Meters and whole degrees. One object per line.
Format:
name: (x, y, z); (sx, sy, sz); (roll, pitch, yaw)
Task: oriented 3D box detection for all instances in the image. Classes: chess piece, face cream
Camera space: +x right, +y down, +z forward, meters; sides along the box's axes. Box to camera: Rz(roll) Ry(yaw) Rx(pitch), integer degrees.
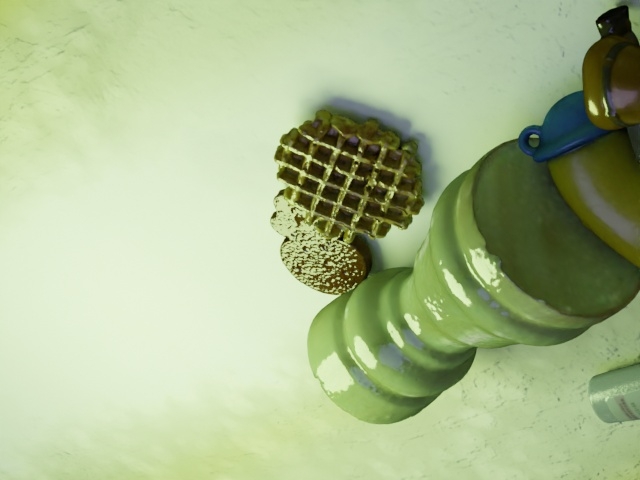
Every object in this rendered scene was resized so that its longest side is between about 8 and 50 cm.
chess piece: (0.159, 0.067, 2.079); (0.234, 0.234, 0.442); (37, 143, -11)
face cream: (0.427, 0.180, 2.156); (0.198, 0.057, 0.084); (-16, 124, 39)

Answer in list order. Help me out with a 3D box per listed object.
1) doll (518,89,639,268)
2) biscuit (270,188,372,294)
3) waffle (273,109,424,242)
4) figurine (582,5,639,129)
doll: (0.376, -0.033, 1.889); (0.363, 0.145, 0.199); (27, 98, 5)
biscuit: (0.000, 0.000, 2.224); (0.124, 0.026, 0.175); (0, 133, 26)
waffle: (0.034, -0.073, 2.102); (0.191, 0.038, 0.191); (8, 129, 10)
figurine: (0.384, -0.156, 1.747); (0.257, 0.167, 0.192); (-4, 104, 34)
